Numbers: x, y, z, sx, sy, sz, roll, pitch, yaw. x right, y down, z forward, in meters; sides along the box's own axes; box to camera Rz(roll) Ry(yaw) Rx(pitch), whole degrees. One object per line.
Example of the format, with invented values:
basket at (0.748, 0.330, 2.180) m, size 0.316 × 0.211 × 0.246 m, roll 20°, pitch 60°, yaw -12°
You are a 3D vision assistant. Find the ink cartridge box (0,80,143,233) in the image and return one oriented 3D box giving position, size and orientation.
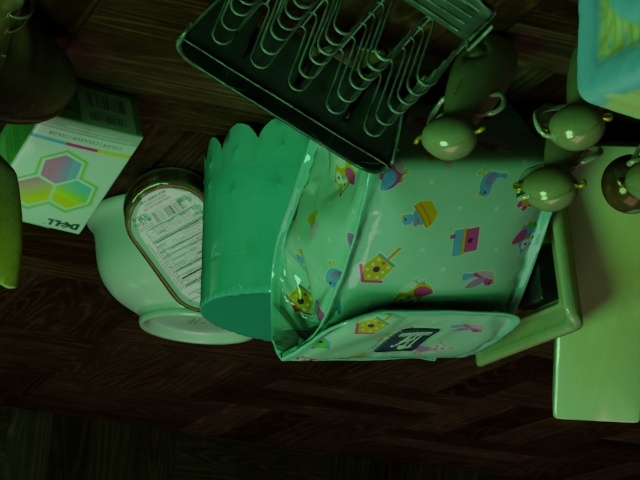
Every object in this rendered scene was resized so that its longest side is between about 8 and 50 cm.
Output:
ink cartridge box at (-0.274, -0.068, 1.790) m, size 0.109 × 0.062 × 0.209 m, roll 14°, pitch 134°, yaw -30°

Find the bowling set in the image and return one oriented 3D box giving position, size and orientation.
bowling set at (0.249, -0.077, 1.504) m, size 0.287 × 0.154 × 0.200 m, roll -8°, pitch 126°, yaw 32°

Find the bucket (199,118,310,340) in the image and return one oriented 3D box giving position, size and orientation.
bucket at (0.000, 0.000, 1.886) m, size 0.281 × 0.183 × 0.281 m, roll 5°, pitch 165°, yaw 1°

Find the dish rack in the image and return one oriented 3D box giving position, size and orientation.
dish rack at (0.014, -0.168, 1.407) m, size 0.208 × 0.074 × 0.271 m, roll 30°, pitch 158°, yaw -7°

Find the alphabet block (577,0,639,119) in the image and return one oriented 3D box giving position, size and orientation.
alphabet block at (0.306, -0.181, 1.198) m, size 0.197 × 0.193 × 0.192 m, roll 13°, pitch 163°, yaw -28°

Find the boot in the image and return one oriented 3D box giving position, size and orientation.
boot at (-0.276, -0.185, 1.496) m, size 0.115 × 0.112 × 0.305 m, roll -15°, pitch 155°, yaw 21°

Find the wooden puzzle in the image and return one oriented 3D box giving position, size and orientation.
wooden puzzle at (0.185, 0.000, 1.774) m, size 0.044 × 0.221 × 0.239 m, roll -2°, pitch 167°, yaw -19°

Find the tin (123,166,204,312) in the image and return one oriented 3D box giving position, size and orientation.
tin at (-0.148, 0.003, 2.005) m, size 0.106 × 0.040 × 0.189 m, roll -26°, pitch 120°, yaw 14°

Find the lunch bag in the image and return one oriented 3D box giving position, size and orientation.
lunch bag at (0.083, 0.009, 1.679) m, size 0.223 × 0.262 × 0.160 m, roll 0°, pitch -148°, yaw -29°

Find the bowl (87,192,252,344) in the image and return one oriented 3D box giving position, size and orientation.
bowl at (-0.144, 0.046, 2.163) m, size 0.298 × 0.134 × 0.298 m, roll 4°, pitch 164°, yaw 1°

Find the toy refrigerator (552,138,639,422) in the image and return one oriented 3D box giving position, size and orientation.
toy refrigerator at (0.281, 0.037, 1.762) m, size 0.094 × 0.269 × 0.102 m, roll 3°, pitch -173°, yaw 6°

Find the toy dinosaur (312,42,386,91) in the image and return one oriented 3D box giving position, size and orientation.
toy dinosaur at (0.014, -0.161, 1.609) m, size 0.092 × 0.053 × 0.183 m, roll -12°, pitch 170°, yaw 1°

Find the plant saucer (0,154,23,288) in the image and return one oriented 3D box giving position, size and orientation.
plant saucer at (-0.391, -0.136, 1.448) m, size 0.333 × 0.081 × 0.333 m, roll 44°, pitch -179°, yaw 32°
